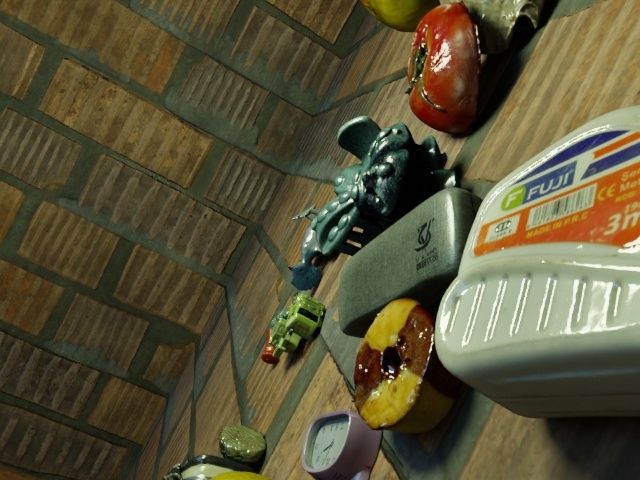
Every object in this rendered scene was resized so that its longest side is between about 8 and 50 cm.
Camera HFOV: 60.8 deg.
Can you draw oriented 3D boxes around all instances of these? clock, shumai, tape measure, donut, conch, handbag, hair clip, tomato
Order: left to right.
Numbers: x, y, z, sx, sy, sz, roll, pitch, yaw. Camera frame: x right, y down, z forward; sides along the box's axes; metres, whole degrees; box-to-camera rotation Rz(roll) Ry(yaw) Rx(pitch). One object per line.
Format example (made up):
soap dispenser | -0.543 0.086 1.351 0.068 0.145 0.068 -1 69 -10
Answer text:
handbag | -0.242 0.531 1.055 0.254 0.181 0.182 -49 21 34
shumai | -0.170 0.449 1.144 0.124 0.098 0.088 -153 74 -78
clock | 0.022 0.303 0.778 0.152 0.050 0.110 -41 26 56
hair clip | 0.113 -0.086 0.950 0.310 0.194 0.207 -33 44 60
donut | 0.109 0.161 0.685 0.166 0.073 0.184 -64 15 -9
tomato | 0.204 -0.298 0.962 0.228 0.101 0.228 179 90 -88
conch | 0.298 -0.504 0.968 0.297 0.209 0.353 126 166 -62
tape measure | 0.224 0.025 0.424 0.258 0.130 0.265 -33 28 59

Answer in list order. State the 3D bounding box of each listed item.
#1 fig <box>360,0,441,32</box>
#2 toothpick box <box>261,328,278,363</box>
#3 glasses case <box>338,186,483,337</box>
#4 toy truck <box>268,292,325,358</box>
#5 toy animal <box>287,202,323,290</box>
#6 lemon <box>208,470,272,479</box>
fig | 0.236 -0.694 1.335 0.343 0.343 0.343 -56 15 24
toothpick box | -0.119 0.265 1.364 0.047 0.047 0.083 -50 19 41
glasses case | 0.123 0.045 0.807 0.323 0.074 0.131 138 141 -55
toy truck | -0.061 0.198 1.219 0.169 0.077 0.100 -47 18 44
toy animal | 0.000 0.000 1.373 0.255 0.177 0.239 -31 5 -24
lemon | -0.120 0.423 0.774 0.178 0.202 0.179 -162 90 -90
